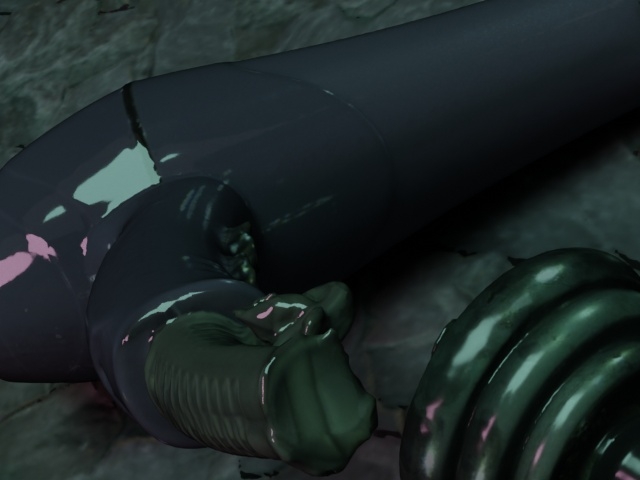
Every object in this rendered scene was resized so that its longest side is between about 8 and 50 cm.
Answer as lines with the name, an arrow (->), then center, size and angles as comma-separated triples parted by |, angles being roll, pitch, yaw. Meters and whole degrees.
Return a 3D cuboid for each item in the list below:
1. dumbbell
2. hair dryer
dumbbell -> 0.126, 0.090, 0.437 | 0.110, 0.110, 0.254 | -47, 50, -12
hair dryer -> 0.000, 0.000, 0.506 | 0.301, 0.121, 0.361 | -23, 15, 3
